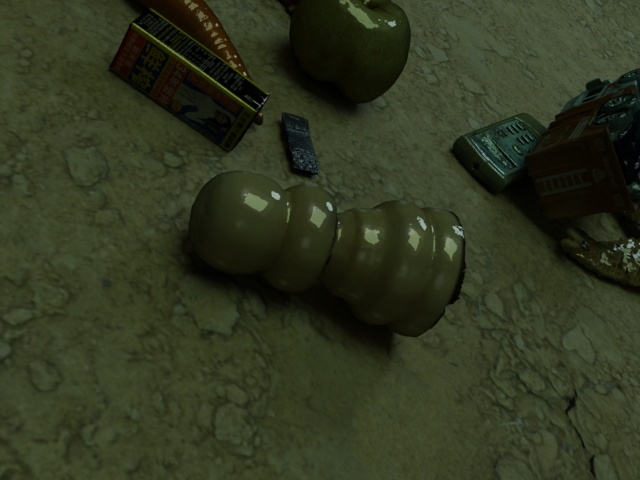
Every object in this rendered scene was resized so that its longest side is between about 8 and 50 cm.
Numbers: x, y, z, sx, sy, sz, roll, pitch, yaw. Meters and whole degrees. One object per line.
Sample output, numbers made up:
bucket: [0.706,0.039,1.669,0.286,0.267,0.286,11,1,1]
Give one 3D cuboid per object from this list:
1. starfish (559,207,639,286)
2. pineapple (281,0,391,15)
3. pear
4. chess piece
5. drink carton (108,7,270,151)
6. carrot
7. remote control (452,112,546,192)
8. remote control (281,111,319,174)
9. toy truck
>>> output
starfish: [0.535,-0.013,1.361,0.432,0.082,0.324,23,43,-17]
pineapple: [0.044,-0.380,1.274,0.176,0.137,0.161,37,37,-1]
pear: [0.037,-0.271,1.161,0.167,0.136,0.167,22,38,-18]
chess piece: [0.000,0.000,0.858,0.261,0.142,0.142,17,42,-19]
drink carton: [-0.145,-0.179,0.968,0.166,0.071,0.056,35,40,-7]
carrot: [-0.145,-0.249,1.056,0.271,0.062,0.066,47,5,5]
remote control: [0.289,-0.138,1.313,0.098,0.038,0.233,49,39,14]
remote control: [-0.027,-0.116,1.048,0.039,0.014,0.096,12,46,-31]
toy truck: [0.414,-0.144,1.283,0.305,0.162,0.136,-44,115,-51]
